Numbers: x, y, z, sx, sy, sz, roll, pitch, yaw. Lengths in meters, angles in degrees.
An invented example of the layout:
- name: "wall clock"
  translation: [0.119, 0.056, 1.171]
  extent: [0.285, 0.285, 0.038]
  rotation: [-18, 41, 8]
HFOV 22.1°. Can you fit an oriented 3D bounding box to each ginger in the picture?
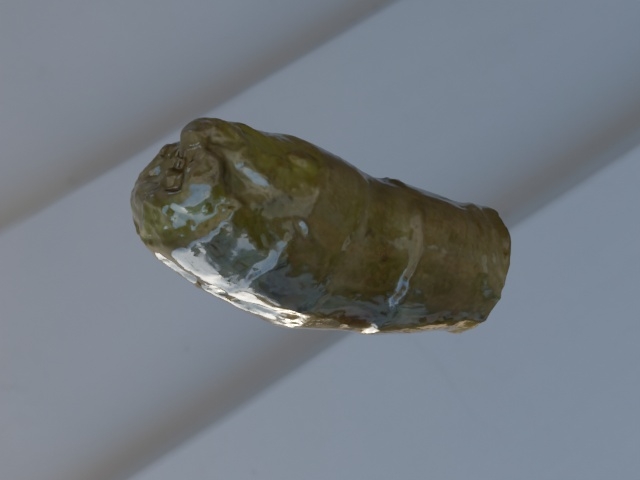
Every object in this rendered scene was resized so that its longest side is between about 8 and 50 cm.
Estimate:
- name: "ginger"
  translation: [0.000, 0.000, 1.027]
  extent: [0.109, 0.263, 0.116]
  rotation: [14, 91, 58]
